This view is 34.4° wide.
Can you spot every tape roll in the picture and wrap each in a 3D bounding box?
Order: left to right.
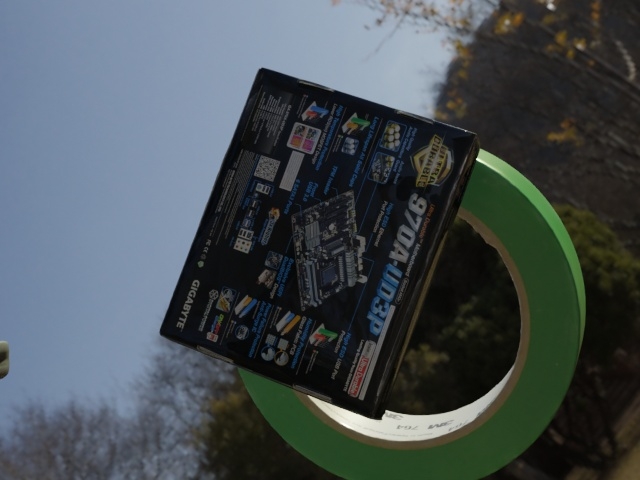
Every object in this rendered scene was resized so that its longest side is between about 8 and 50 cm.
[{"bbox_3d":[0.075,0.064,0.943,0.321,0.321,0.077,-56,-10,18],"label":"tape roll"}]

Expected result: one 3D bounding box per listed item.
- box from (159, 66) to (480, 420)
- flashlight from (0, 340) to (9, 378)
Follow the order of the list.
[{"bbox_3d":[0.000,0.000,0.767,0.051,0.175,0.220,34,-104,-74],"label":"box"},{"bbox_3d":[-0.231,0.060,0.354,0.103,0.103,0.304,-43,-14,18],"label":"flashlight"}]
